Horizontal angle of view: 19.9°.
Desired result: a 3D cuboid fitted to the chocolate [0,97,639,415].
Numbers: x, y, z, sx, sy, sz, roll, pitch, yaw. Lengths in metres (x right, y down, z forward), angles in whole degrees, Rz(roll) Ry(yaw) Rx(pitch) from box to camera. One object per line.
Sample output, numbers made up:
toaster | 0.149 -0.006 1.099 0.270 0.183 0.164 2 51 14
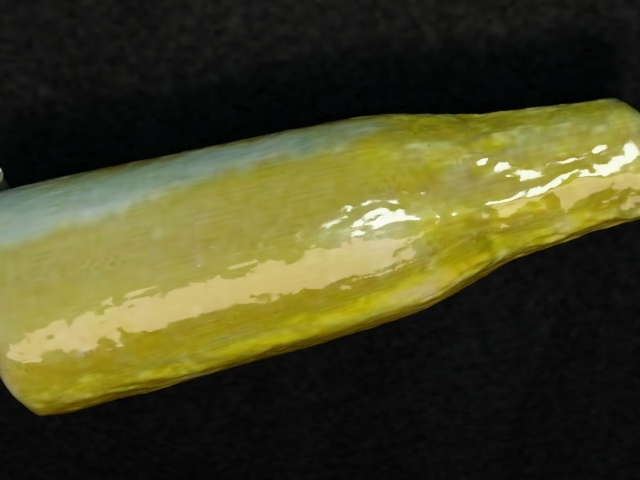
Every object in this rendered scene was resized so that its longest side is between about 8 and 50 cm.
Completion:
chocolate | 0.000 0.000 0.587 0.219 0.086 0.086 -12 130 8
